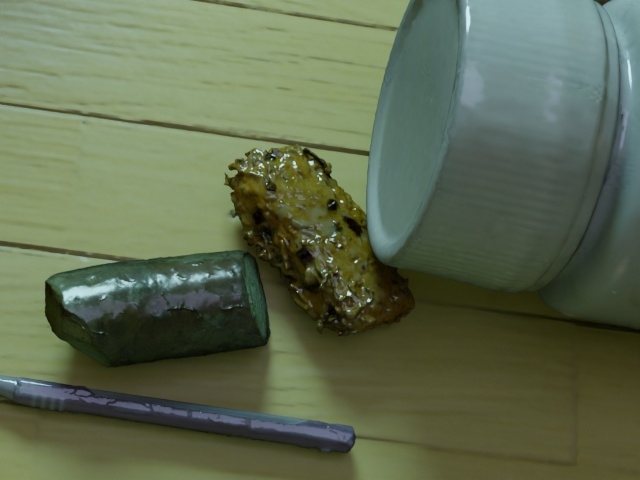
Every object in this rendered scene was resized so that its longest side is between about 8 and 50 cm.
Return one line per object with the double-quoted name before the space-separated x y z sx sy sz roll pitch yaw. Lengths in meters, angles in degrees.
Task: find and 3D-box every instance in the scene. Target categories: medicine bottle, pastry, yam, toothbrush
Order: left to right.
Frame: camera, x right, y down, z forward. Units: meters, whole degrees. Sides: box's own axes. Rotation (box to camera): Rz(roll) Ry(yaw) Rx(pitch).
"toothbrush" -0.153 0.103 1.051 0.354 0.024 0.029 9 73 -8
"yam" -0.098 0.044 1.063 0.146 0.070 0.069 -8 71 -16
"pastry" 0.000 0.000 1.107 0.080 0.056 0.140 -21 75 -37
"medicine bottle" 0.230 -0.043 1.075 0.371 0.211 0.211 12 67 -13

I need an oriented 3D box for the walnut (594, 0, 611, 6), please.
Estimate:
"walnut" 0.207 -0.231 1.165 0.213 0.213 0.213 4 68 -10
